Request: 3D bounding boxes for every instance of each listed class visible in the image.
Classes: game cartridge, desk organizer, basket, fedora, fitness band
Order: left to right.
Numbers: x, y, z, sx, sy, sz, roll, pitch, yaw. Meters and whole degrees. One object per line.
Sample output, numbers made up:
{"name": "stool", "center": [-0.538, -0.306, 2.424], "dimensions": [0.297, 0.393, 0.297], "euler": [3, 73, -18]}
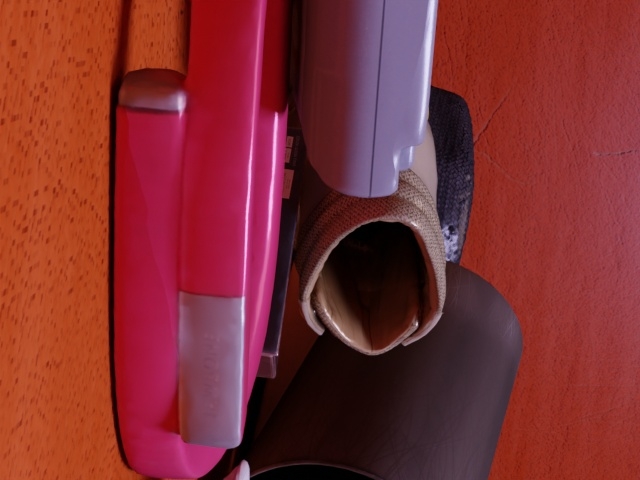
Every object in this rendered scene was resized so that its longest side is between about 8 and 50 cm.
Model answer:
{"name": "fitness band", "center": [-0.046, -0.032, 0.723], "dimensions": [0.209, 0.054, 0.291], "euler": [-82, 178, -61]}
{"name": "desk organizer", "center": [-0.037, 0.005, 0.908], "dimensions": [0.050, 0.047, 0.130], "euler": [92, 5, -68]}
{"name": "game cartridge", "center": [0.008, -0.181, 0.816], "dimensions": [0.297, 0.062, 0.198], "euler": [-103, -171, -56]}
{"name": "basket", "center": [0.039, 0.128, 1.056], "dimensions": [0.227, 0.154, 0.204], "euler": [-61, 175, -47]}
{"name": "fedora", "center": [0.074, -0.042, 1.666], "dimensions": [0.334, 0.152, 0.334], "euler": [6, 90, -86]}

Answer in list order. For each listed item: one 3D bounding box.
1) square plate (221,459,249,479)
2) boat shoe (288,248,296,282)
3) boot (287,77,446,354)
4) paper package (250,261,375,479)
{"name": "square plate", "center": [-0.083, 0.322, 0.719], "dimensions": [0.344, 0.049, 0.347], "euler": [-73, 168, -68]}
{"name": "boat shoe", "center": [0.000, 0.000, 1.373], "dimensions": [0.066, 0.066, 0.183], "euler": [-87, -170, -62]}
{"name": "boot", "center": [0.019, -0.013, 1.016], "dimensions": [0.262, 0.095, 0.203], "euler": [106, -16, -54]}
{"name": "paper package", "center": [0.031, 0.225, 1.279], "dimensions": [0.309, 0.168, 0.325], "euler": [89, 11, -52]}
